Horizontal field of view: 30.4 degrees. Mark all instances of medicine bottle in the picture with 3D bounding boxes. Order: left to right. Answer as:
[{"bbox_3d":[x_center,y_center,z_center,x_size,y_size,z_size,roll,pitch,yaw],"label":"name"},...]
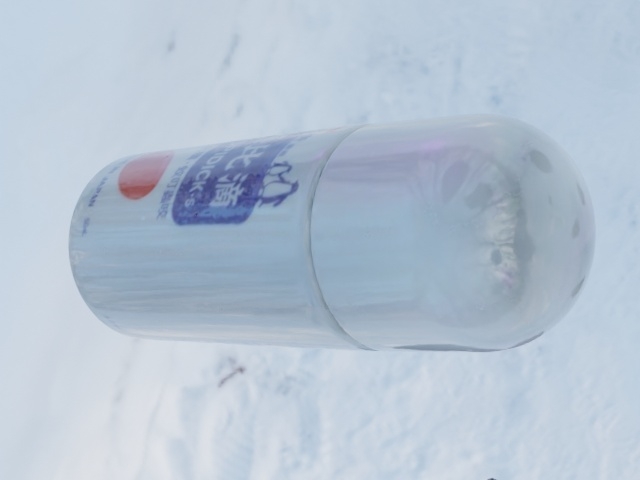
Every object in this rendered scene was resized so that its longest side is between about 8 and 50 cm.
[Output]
[{"bbox_3d":[0.000,0.000,0.690,0.340,0.130,0.130,-1,97,44],"label":"medicine bottle"}]

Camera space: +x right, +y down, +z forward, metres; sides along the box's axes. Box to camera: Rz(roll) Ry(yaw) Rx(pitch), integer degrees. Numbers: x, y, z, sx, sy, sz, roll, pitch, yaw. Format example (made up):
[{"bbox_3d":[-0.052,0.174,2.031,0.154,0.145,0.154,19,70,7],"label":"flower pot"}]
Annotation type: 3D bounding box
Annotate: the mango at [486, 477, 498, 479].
[{"bbox_3d":[0.113,0.410,1.212,0.187,0.144,0.359,31,98,14],"label":"mango"}]
